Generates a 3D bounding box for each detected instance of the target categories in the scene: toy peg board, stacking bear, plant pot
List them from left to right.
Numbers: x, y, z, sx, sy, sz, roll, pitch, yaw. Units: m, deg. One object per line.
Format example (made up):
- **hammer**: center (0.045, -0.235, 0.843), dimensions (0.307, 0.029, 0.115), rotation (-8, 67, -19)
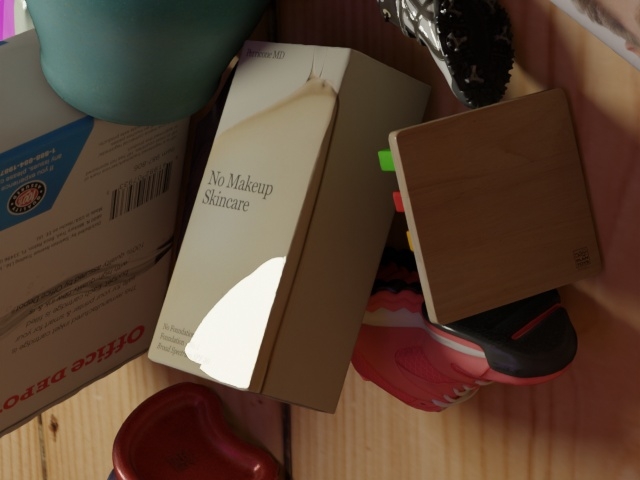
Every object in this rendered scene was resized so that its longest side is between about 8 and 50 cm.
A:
- **plant pot**: center (-0.163, -0.255, 1.596), dimensions (0.271, 0.272, 0.255), rotation (47, 144, 27)
- **stacking bear**: center (-0.175, 0.332, 1.924), dimensions (0.175, 0.164, 0.289), rotation (45, 139, 29)
- **toy peg board**: center (0.133, -0.031, 1.417), dimensions (0.079, 0.161, 0.160), rotation (6, 111, 67)

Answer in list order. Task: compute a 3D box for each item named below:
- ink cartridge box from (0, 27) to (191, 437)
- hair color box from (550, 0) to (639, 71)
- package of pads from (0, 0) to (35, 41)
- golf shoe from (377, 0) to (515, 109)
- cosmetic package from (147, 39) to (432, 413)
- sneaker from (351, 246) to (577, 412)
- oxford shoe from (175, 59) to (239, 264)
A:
- **ink cartridge box**: center (-0.305, -0.011, 1.789), dimensions (0.166, 0.285, 0.395), rotation (38, 137, 27)
- **hair color box**: center (0.324, -0.158, 1.170), dimensions (0.347, 0.105, 0.174), rotation (44, 134, 30)
- **package of pads**: center (-0.350, -0.228, 1.898), dimensions (0.229, 0.101, 0.296), rotation (47, 145, 31)
- **golf shoe**: center (0.101, -0.195, 1.449), dimensions (0.094, 0.077, 0.198), rotation (-36, 67, 55)
- **cosmetic package**: center (-0.028, -0.015, 1.527), dimensions (0.160, 0.113, 0.309), rotation (10, 83, 48)
- **sneaker**: center (0.123, 0.096, 1.528), dimensions (0.314, 0.116, 0.136), rotation (15, 126, 53)
- **oxford shoe**: center (-0.090, -0.063, 1.723), dimensions (0.271, 0.097, 0.098), rotation (-63, 40, 34)
